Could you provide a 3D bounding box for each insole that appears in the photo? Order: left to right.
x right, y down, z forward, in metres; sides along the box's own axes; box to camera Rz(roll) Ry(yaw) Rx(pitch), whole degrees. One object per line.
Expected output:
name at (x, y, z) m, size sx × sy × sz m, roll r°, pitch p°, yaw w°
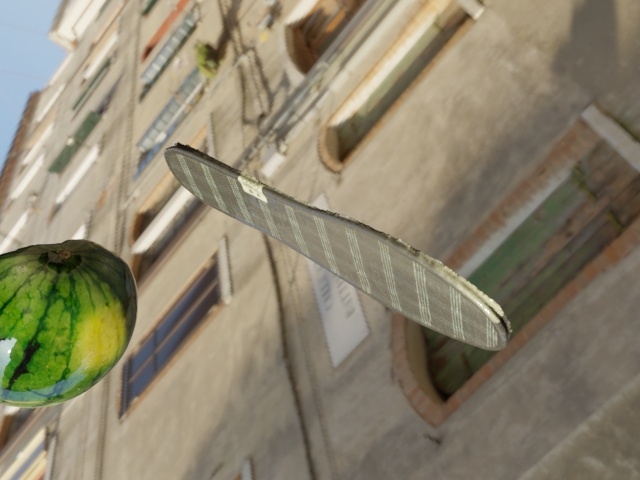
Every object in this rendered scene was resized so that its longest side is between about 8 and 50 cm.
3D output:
insole at (0.000, 0.000, 0.618) m, size 0.309 × 0.012 × 0.110 m, roll 28°, pitch 159°, yaw 27°

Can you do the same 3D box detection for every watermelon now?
watermelon at (-0.293, 0.108, 0.912) m, size 0.204 × 0.232 × 0.127 m, roll 14°, pitch -141°, yaw -43°
